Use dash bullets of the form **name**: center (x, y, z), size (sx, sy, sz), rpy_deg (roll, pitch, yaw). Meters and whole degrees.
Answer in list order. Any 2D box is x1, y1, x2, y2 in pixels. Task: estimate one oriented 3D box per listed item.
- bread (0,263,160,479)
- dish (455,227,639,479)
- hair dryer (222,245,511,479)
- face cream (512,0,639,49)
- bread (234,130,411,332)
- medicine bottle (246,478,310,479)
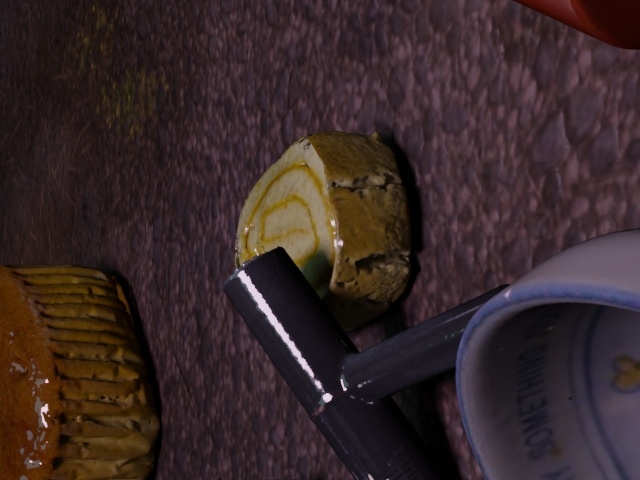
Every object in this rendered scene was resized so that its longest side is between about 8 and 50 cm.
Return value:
- **bread**: center (-0.244, 0.150, 1.328), size (0.227, 0.142, 0.253), rpy_deg (-59, 36, 32)
- **dish**: center (0.186, 0.082, 0.473), size (0.273, 0.134, 0.273), rpy_deg (41, 158, 20)
- **hair dryer**: center (0.049, 0.042, 0.800), size (0.173, 0.050, 0.195), rpy_deg (52, 128, 9)
- **face cream**: center (0.098, -0.164, 0.706), size (0.214, 0.096, 0.095), rpy_deg (43, 126, 56)
- **bread**: center (0.000, 0.000, 0.928), size (0.156, 0.064, 0.117), rpy_deg (-27, 61, 59)
- **medicine bottle**: center (-0.023, 0.254, 0.924), size (0.119, 0.094, 0.188), rpy_deg (-67, 34, 34)
